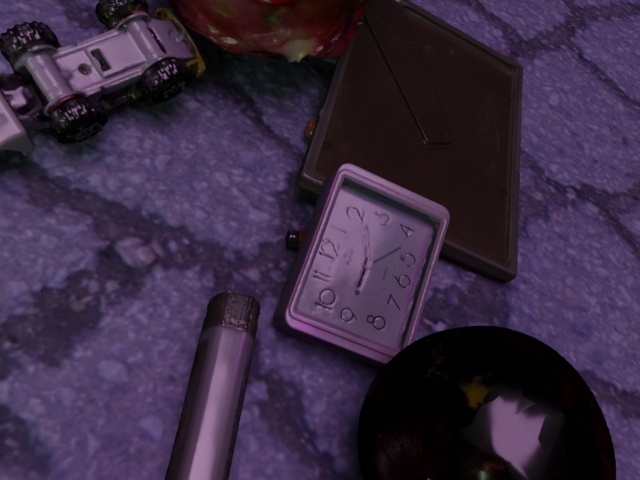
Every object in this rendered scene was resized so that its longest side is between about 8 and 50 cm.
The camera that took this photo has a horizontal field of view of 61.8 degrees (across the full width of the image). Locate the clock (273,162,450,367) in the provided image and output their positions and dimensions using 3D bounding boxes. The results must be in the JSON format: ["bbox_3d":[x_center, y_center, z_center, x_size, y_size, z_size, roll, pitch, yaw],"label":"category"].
[{"bbox_3d":[0.051,0.030,0.607,0.150,0.063,0.197,23,74,-10],"label":"clock"}]

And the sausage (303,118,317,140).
[{"bbox_3d":[0.017,-0.144,0.747,0.083,0.034,0.034,18,57,-10],"label":"sausage"}]

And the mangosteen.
[{"bbox_3d":[0.160,0.187,0.513,0.228,0.228,0.265,53,30,14],"label":"mangosteen"}]

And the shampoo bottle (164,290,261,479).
[{"bbox_3d":[-0.103,0.164,0.500,0.056,0.086,0.227,15,59,-12],"label":"shampoo bottle"}]

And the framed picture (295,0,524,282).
[{"bbox_3d":[0.163,-0.188,0.802,0.326,0.028,0.446,25,56,-13],"label":"framed picture"}]

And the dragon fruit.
[{"bbox_3d":[-0.075,-0.383,0.717,0.371,0.249,0.386,-18,61,-32],"label":"dragon fruit"}]

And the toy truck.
[{"bbox_3d":[-0.275,-0.191,0.632,0.286,0.111,0.136,-33,92,-28],"label":"toy truck"}]

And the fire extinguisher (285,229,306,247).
[{"bbox_3d":[0.000,0.000,0.664,0.083,0.028,0.022,7,27,-15],"label":"fire extinguisher"}]
